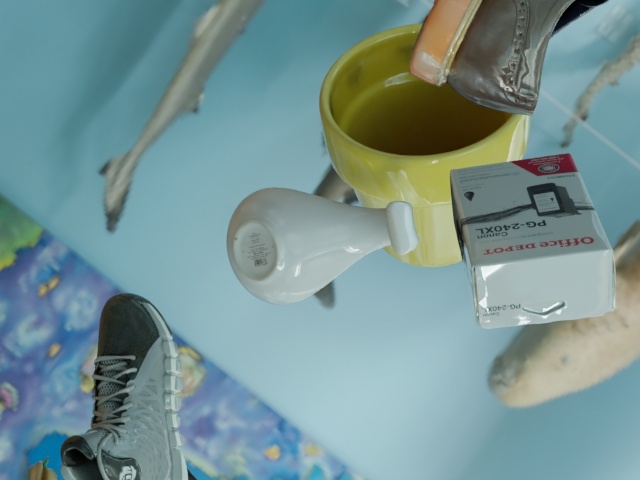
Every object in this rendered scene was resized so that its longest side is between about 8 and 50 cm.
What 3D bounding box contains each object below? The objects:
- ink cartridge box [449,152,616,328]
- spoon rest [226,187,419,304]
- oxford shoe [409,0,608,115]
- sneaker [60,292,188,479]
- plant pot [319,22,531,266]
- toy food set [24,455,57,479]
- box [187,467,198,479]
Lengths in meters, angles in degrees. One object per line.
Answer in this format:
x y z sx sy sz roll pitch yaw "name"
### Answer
0.169 -0.003 0.862 0.150 0.109 0.063 -92 174 -56 "ink cartridge box"
0.000 0.000 1.176 0.276 0.137 0.084 -8 -177 41 "spoon rest"
0.219 -0.277 0.950 0.364 0.132 0.130 -61 172 -5 "oxford shoe"
-0.197 0.161 1.011 0.086 0.229 0.132 -18 169 28 "sneaker"
0.137 -0.103 1.327 0.254 0.254 0.239 -52 148 -32 "plant pot"
-0.229 0.215 0.841 0.082 0.020 0.083 -161 -95 -73 "toy food set"
-0.176 0.449 1.122 0.318 0.395 0.097 -38 136 -16 "box"
